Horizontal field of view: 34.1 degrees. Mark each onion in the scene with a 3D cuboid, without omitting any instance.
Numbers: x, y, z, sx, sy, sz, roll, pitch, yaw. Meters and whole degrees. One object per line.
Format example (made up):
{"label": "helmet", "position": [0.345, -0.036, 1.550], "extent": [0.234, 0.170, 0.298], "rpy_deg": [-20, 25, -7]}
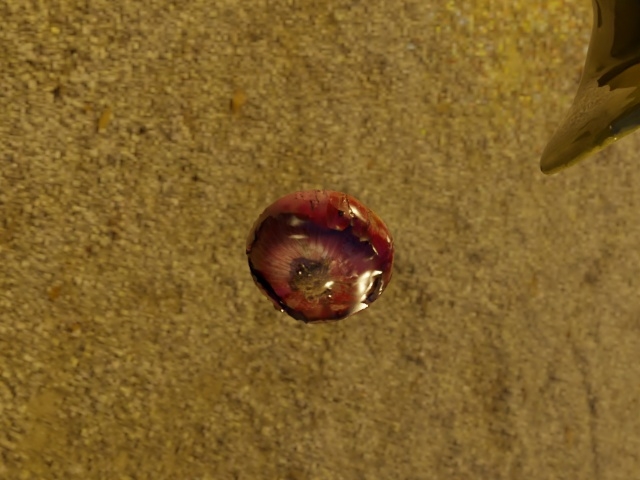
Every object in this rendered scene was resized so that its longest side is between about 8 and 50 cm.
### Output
{"label": "onion", "position": [0.000, 0.000, 1.060], "extent": [0.140, 0.150, 0.150], "rpy_deg": [-85, 158, -55]}

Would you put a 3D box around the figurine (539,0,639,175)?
{"label": "figurine", "position": [0.080, -0.222, 0.341], "extent": [0.204, 0.283, 0.338], "rpy_deg": [-39, 91, -7]}
